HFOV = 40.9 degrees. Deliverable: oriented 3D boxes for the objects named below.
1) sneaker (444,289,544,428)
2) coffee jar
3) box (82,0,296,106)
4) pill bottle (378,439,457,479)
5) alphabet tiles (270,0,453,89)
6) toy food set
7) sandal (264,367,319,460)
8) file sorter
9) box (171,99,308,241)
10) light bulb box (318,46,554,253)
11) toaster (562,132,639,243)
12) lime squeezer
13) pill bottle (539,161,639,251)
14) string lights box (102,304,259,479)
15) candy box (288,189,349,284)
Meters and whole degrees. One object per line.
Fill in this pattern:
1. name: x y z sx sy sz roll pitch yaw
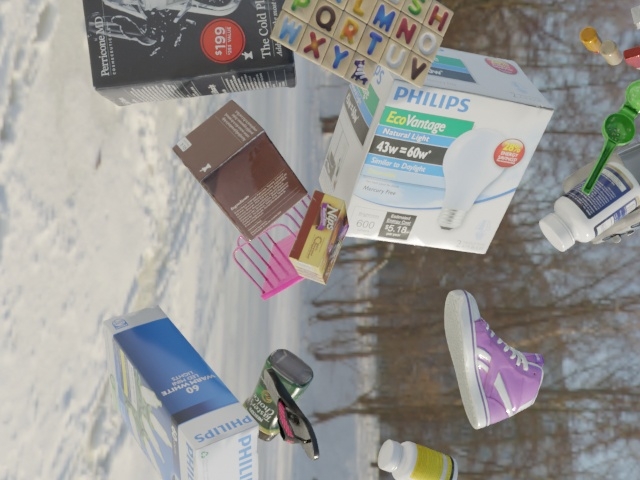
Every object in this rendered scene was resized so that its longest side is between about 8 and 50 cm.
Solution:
1. sneaker: 0.325 0.200 1.589 0.102 0.161 0.282 -118 -168 -66
2. coffee jar: -0.091 0.306 1.678 0.079 0.096 0.184 -36 157 -54
3. box: -0.212 -0.410 1.375 0.179 0.312 0.343 -59 141 -90
4. pill bottle: 0.152 0.355 1.354 0.065 0.116 0.065 -57 -161 31
5. alphabet tiles: 0.069 -0.309 1.156 0.009 0.237 0.198 22 -91 62
6. toy food set: 0.720 -0.456 1.944 0.104 0.232 0.111 12 66 -60
7. sandal: -0.056 0.282 1.364 0.179 0.040 0.067 52 -32 35
8. file sorter: -0.114 -0.014 2.443 0.182 0.202 0.291 52 21 -22
9. box: -0.165 -0.143 1.781 0.168 0.167 0.203 47 -5 47
10. light bulb box: 0.225 -0.196 1.784 0.225 0.358 0.361 -108 -150 -52
11. toaster: 0.598 -0.100 1.716 0.168 0.110 0.186 -34 -102 54
12. lime squeezer: 0.514 -0.217 1.413 0.310 0.059 0.110 -57 163 13
13. pill bottle: 0.478 -0.057 1.528 0.094 0.169 0.094 54 -3 4
14. string lights box: -0.162 0.197 0.980 0.259 0.076 0.133 38 -45 47
15. candy box: 0.000 0.000 1.318 0.187 0.053 0.109 67 43 -78
